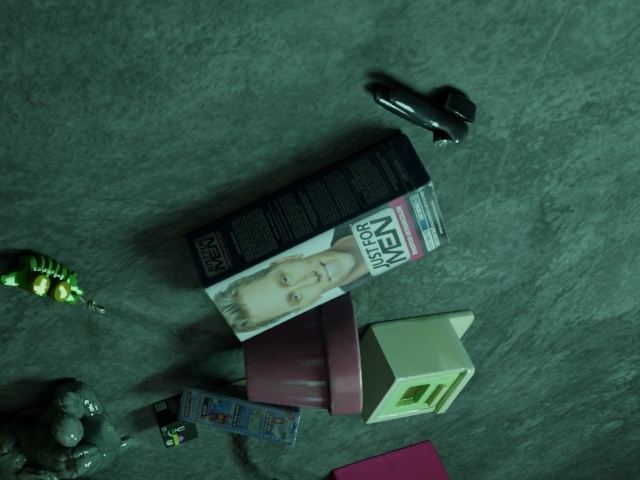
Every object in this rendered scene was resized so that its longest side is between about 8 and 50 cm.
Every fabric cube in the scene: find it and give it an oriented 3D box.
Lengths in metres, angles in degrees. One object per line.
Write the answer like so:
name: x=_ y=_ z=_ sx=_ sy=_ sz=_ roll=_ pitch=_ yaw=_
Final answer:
fabric cube: x=0.170 y=0.647 z=2.567 sx=0.259 sy=0.258 sz=0.254 roll=-14 pitch=145 yaw=-19

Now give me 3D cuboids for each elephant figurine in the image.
elephant figurine: x=-0.453 y=0.326 z=1.794 sx=0.239 sy=0.186 sz=0.169 roll=-24 pitch=-167 yaw=18

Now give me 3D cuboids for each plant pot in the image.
plant pot: x=-0.032 y=0.186 z=1.832 sx=0.180 sy=0.201 sz=0.201 roll=-6 pitch=146 yaw=-2

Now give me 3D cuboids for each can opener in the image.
can opener: x=0.139 y=-0.174 z=1.548 sx=0.186 sy=0.073 sz=0.059 roll=13 pitch=171 yaw=-41

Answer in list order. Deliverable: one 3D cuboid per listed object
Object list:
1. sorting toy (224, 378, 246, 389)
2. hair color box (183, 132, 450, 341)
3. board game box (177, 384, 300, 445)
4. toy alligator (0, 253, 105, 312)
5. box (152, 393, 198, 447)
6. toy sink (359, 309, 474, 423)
sorting toy: x=-0.129 y=0.263 z=2.026 sx=0.083 sy=0.012 sz=0.062 roll=-14 pitch=142 yaw=-12
hair color box: x=0.000 y=0.000 z=1.638 sx=0.347 sy=0.105 sz=0.174 roll=-25 pitch=145 yaw=1
board game box: x=-0.137 y=0.281 z=1.914 sx=0.194 sy=0.060 sz=0.194 roll=12 pitch=-178 yaw=-4
toy alligator: x=-0.354 y=0.053 z=1.532 sx=0.190 sy=0.056 sz=0.051 roll=24 pitch=83 yaw=-51
box: x=-0.252 y=0.314 z=1.979 sx=0.062 sy=0.052 sz=0.083 roll=-18 pitch=146 yaw=-11
toy sink: x=0.186 y=0.235 z=2.092 sx=0.234 sy=0.131 sz=0.152 roll=-5 pitch=143 yaw=-30
